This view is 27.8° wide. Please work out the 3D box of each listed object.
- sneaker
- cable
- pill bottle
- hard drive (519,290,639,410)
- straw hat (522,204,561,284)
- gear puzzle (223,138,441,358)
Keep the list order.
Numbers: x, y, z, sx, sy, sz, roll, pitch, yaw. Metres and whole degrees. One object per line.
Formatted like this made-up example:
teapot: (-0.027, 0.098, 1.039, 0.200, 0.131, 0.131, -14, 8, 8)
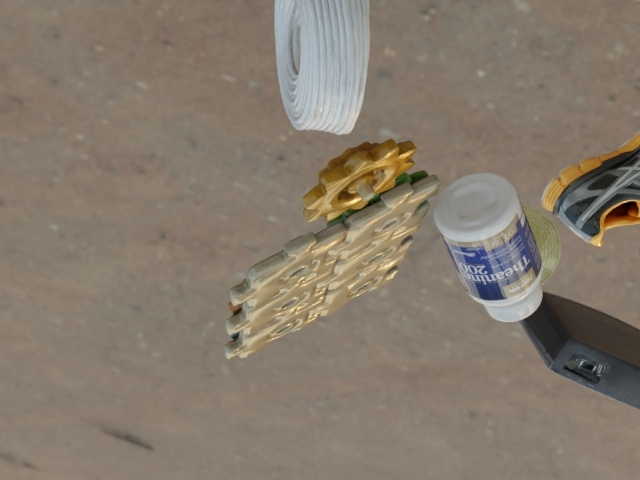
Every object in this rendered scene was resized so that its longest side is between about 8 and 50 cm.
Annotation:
sneaker: (0.343, -0.063, 1.372, 0.083, 0.215, 0.084, 58, 172, 29)
cable: (-0.001, -0.268, 1.696, 0.089, 0.257, 0.257, -4, 167, -12)
pill bottle: (0.136, 0.009, 1.013, 0.067, 0.067, 0.120, 5, 142, 31)
hard drive: (0.379, 0.151, 1.646, 0.255, 0.054, 0.172, 23, -160, -20)
straw hat: (0.256, 0.010, 1.798, 0.144, 0.144, 0.061, 6, 176, 30)
gear puzzle: (0.000, 0.000, 0.975, 0.044, 0.175, 0.339, 59, 166, 14)
